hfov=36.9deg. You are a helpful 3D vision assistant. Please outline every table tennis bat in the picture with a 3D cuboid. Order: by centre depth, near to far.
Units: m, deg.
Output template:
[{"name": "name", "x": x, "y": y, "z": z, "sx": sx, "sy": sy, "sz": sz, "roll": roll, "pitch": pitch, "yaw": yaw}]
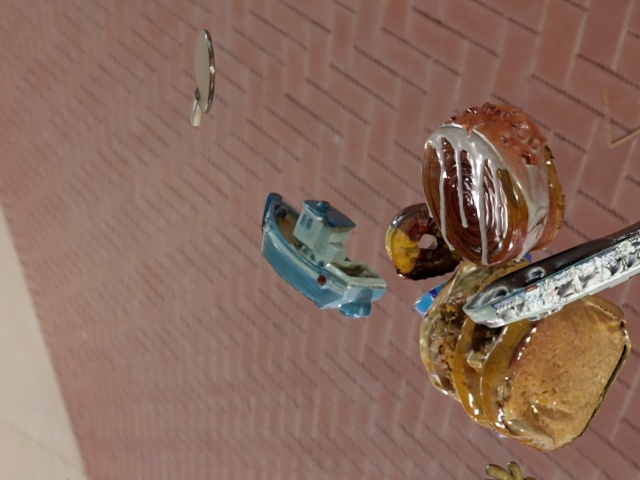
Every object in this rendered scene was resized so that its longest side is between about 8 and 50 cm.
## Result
[{"name": "table tennis bat", "x": -0.150, "y": -0.199, "z": 1.217, "sx": 0.158, "sy": 0.014, "sz": 0.095, "roll": 115, "pitch": 146, "yaw": -59}]

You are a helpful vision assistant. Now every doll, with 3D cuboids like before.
[{"name": "doll", "x": 0.261, "y": 0.330, "z": 1.288, "sx": 0.051, "sy": 0.062, "sz": 0.093, "roll": 5, "pitch": 157, "yaw": 49}]

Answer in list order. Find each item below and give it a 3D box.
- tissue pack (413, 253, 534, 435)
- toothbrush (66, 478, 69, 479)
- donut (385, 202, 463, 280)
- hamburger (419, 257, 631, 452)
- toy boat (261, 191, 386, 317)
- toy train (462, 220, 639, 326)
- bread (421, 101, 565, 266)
[{"name": "tissue pack", "x": 0.309, "y": 0.153, "z": 1.561, "sx": 0.270, "sy": 0.209, "sz": 0.137, "roll": 59, "pitch": 161, "yaw": 8}, {"name": "toothbrush", "x": -0.409, "y": 0.436, "z": 1.619, "sx": 0.162, "sy": 0.014, "sz": 0.017, "roll": 14, "pitch": 91, "yaw": 61}, {"name": "donut", "x": 0.170, "y": 0.001, "z": 1.581, "sx": 0.059, "sy": 0.140, "sz": 0.141, "roll": -134, "pitch": 32, "yaw": -61}, {"name": "hamburger", "x": 0.271, "y": 0.139, "z": 1.253, "sx": 0.211, "sy": 0.260, "sz": 0.245, "roll": 19, "pitch": 133, "yaw": 54}, {"name": "toy boat", "x": 0.000, "y": 0.000, "z": 1.153, "sx": 0.215, "sy": 0.088, "sz": 0.102, "roll": 39, "pitch": 114, "yaw": 40}, {"name": "toy train", "x": 0.225, "y": 0.029, "z": 0.849, "sx": 0.043, "sy": 0.207, "sz": 0.047, "roll": -119, "pitch": 5, "yaw": -85}, {"name": "bread", "x": 0.166, "y": -0.055, "z": 0.950, "sx": 0.160, "sy": 0.073, "sz": 0.161, "roll": 49, "pitch": 149, "yaw": 43}]
